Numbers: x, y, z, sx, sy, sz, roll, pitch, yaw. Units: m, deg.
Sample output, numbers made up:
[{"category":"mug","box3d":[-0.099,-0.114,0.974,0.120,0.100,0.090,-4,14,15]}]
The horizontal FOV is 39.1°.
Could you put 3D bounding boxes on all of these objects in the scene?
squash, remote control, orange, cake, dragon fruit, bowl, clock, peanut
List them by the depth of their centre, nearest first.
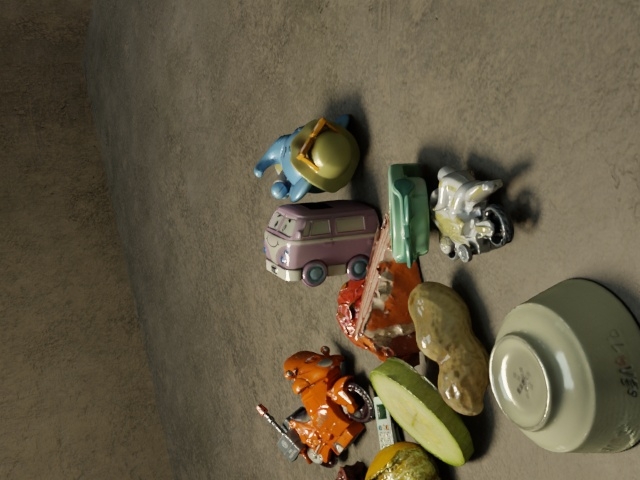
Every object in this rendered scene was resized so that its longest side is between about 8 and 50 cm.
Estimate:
[{"category":"bowl","box3d":[0.309,0.174,1.179,0.238,0.126,0.237,29,123,60]},{"category":"peanut","box3d":[0.207,0.169,1.428,0.085,0.104,0.228,-55,50,50]},{"category":"clock","box3d":[0.143,-0.036,1.463,0.188,0.060,0.148,-85,-7,-69]},{"category":"squash","box3d":[0.170,0.296,1.522,0.219,0.041,0.219,45,160,22]},{"category":"cake","box3d":[0.117,0.084,1.603,0.098,0.135,0.287,116,150,-74]},{"category":"orange","box3d":[0.151,0.441,1.616,0.156,0.134,0.156,158,90,-79]},{"category":"dragon fruit","box3d":[0.082,0.134,1.728,0.106,0.083,0.162,-38,62,61]},{"category":"remote control","box3d":[0.137,0.386,1.753,0.065,0.029,0.166,148,116,-66]}]

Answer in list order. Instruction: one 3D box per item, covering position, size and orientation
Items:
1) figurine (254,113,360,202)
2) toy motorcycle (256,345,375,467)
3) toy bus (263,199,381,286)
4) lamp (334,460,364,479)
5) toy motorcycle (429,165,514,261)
[{"category":"figurine","box3d":[-0.026,-0.145,1.764,0.154,0.180,0.262,59,146,2]},{"category":"toy motorcycle","box3d":[-0.008,0.358,1.938,0.221,0.148,0.325,46,138,17]},{"category":"toy bus","box3d":[0.000,0.000,1.708,0.142,0.202,0.142,-152,59,-61]},{"category":"lamp","box3d":[0.030,0.603,1.920,0.215,0.151,0.223,-45,56,57]},{"category":"toy motorcycle","box3d":[0.220,-0.045,1.361,0.229,0.074,0.151,150,104,-74]}]
